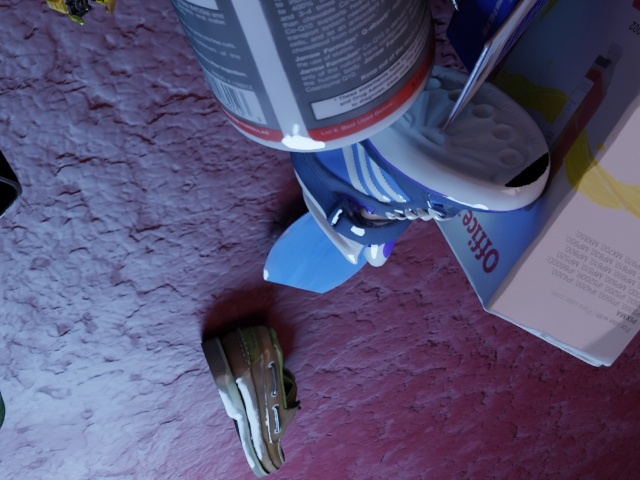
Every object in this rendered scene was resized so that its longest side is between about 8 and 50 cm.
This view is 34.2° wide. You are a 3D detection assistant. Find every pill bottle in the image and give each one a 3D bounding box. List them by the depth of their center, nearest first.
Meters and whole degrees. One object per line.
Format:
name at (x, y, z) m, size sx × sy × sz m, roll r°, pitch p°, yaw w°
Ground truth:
pill bottle at (-0.034, -0.256, 0.818) m, size 0.210 × 0.210 × 0.363 m, roll -25°, pitch 143°, yaw -3°

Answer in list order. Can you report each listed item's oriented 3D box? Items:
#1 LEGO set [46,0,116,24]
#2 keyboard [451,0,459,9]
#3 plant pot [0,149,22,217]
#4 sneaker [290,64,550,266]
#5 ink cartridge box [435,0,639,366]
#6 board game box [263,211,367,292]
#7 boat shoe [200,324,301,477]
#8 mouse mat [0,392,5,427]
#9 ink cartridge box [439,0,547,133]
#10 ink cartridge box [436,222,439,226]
LEGO set at (-0.241, -0.271, 0.635) m, size 0.192 × 0.255 × 0.331 m, roll -39°, pitch 155°, yaw -23°
keyboard at (0.077, -0.306, 0.793) m, size 0.033 × 0.201 × 0.317 m, roll -9°, pitch 161°, yaw 12°
plant pot at (-0.389, -0.069, 0.855) m, size 0.188 × 0.167 × 0.187 m, roll -42°, pitch 141°, yaw 19°
sneaker at (0.093, -0.052, 1.049) m, size 0.130 × 0.323 × 0.236 m, roll -35°, pitch 139°, yaw -26°
ink cartridge box at (0.284, -0.114, 1.011) m, size 0.160 × 0.279 × 0.384 m, roll 25°, pitch 111°, yaw -19°
board game box at (0.000, 0.000, 1.289) m, size 0.169 × 0.033 × 0.133 m, roll 16°, pitch 120°, yaw -49°
boat shoe at (-0.075, 0.231, 1.446) m, size 0.104 × 0.110 × 0.307 m, roll -21°, pitch 143°, yaw -6°
mouse mat at (-0.414, 0.236, 1.203) m, size 0.007 × 0.189 × 0.152 m, roll 10°, pitch 139°, yaw 5°
ink cartridge box at (0.204, -0.270, 0.885) m, size 0.371 × 0.069 × 0.176 m, roll -54°, pitch 175°, yaw -16°
ink cartridge box at (0.290, -0.080, 1.296) m, size 0.289 × 0.121 × 0.211 m, roll -35°, pitch 142°, yaw 11°
